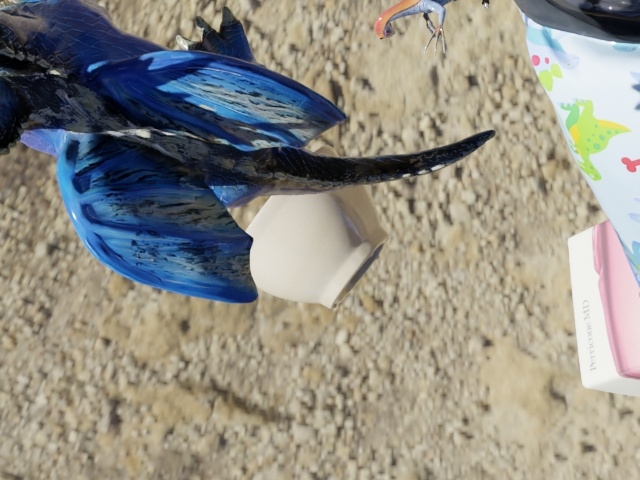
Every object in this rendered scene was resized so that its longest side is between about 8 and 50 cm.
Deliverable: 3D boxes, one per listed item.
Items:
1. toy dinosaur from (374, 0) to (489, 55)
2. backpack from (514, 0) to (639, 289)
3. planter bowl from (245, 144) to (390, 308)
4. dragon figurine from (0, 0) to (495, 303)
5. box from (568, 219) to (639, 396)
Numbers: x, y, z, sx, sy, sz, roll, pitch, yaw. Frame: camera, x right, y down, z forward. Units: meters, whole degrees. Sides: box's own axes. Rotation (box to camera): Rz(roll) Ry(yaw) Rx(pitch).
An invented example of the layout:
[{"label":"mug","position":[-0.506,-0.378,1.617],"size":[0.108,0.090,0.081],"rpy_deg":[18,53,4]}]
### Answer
[{"label":"toy dinosaur","position":[0.075,-0.164,0.927],"size":[0.082,0.047,0.090],"rpy_deg":[-5,86,-9]},{"label":"backpack","position":[0.280,-0.072,0.794],"size":[0.290,0.273,0.355],"rpy_deg":[1,157,29]},{"label":"planter bowl","position":[0.000,0.000,1.382],"size":[0.109,0.162,0.162],"rpy_deg":[38,117,8]},{"label":"dragon figurine","position":[-0.050,-0.035,0.487],"size":[0.289,0.144,0.085],"rpy_deg":[20,105,-26]},{"label":"box","position":[0.338,0.038,1.175],"size":[0.126,0.149,0.232],"rpy_deg":[10,156,-30]}]
